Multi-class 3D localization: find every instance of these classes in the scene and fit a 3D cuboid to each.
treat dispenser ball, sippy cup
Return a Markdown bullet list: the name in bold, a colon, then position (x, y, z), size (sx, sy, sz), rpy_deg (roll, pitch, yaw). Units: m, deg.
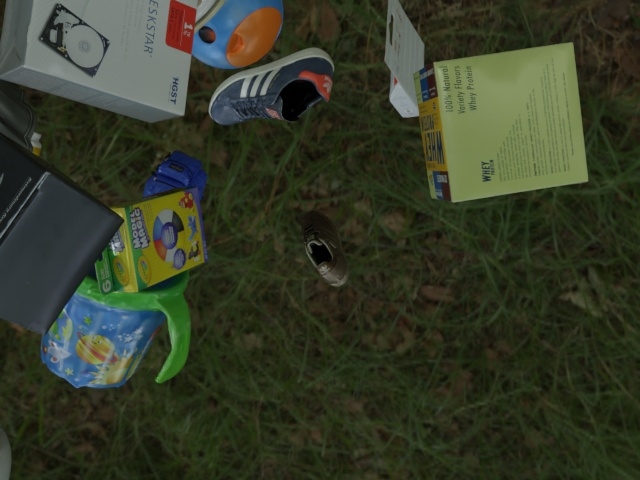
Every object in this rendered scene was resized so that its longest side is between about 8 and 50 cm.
- **treat dispenser ball**: position (-0.240, -0.593, 1.963), size (0.288, 0.288, 0.288), rpy_deg (5, 127, 6)
- **sippy cup**: position (-0.367, 0.120, 1.286), size (0.240, 0.305, 0.224), rpy_deg (11, 113, -29)

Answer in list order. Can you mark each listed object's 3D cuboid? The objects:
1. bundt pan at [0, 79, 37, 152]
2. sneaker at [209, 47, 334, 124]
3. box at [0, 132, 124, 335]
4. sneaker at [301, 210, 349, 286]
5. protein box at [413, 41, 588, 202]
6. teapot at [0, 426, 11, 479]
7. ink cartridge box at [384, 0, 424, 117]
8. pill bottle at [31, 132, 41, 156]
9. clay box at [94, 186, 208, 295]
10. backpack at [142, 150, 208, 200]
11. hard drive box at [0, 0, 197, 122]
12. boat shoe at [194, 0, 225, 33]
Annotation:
- **bundt pan**: position (-0.592, -0.152, 1.090), size (0.330, 0.331, 0.124), rpy_deg (-5, 148, 13)
- **sneaker**: position (-0.127, -0.338, 1.840), size (0.350, 0.148, 0.131), rpy_deg (-21, 146, 26)
- **box**: position (-0.336, -0.018, 0.820), size (0.153, 0.207, 0.108), rpy_deg (-55, 137, -4)
- **sneaker**: position (0.000, 0.000, 1.410), size (0.066, 0.188, 0.071), rpy_deg (-38, 137, 12)
- **protein box**: position (0.260, -0.170, 1.115), size (0.201, 0.136, 0.200), rpy_deg (-9, 96, -4)
- **teapot**: position (-0.474, 0.288, 0.821), size (0.252, 0.256, 0.187), rpy_deg (16, 97, -2)
- **ink cartridge box**: position (0.164, -0.401, 1.635), size (0.066, 0.189, 0.232), rpy_deg (-7, 159, 30)
- **pill bottle**: position (-0.583, -0.176, 1.507), size (0.043, 0.043, 0.083), rpy_deg (17, 93, -3)
- **clay box**: position (-0.258, -0.002, 1.158), size (0.053, 0.222, 0.127), rpy_deg (-2, 102, 24)
- **backpack**: position (-0.273, -0.099, 1.387), size (0.098, 0.120, 0.101), rpy_deg (20, 132, 6)
- **hard drive box**: position (-0.291, -0.276, 1.010), size (0.089, 0.181, 0.232), rpy_deg (-1, 172, 45)
- **boat shoe**: position (-0.281, -0.512, 1.603), size (0.103, 0.113, 0.302), rpy_deg (29, 111, -33)
